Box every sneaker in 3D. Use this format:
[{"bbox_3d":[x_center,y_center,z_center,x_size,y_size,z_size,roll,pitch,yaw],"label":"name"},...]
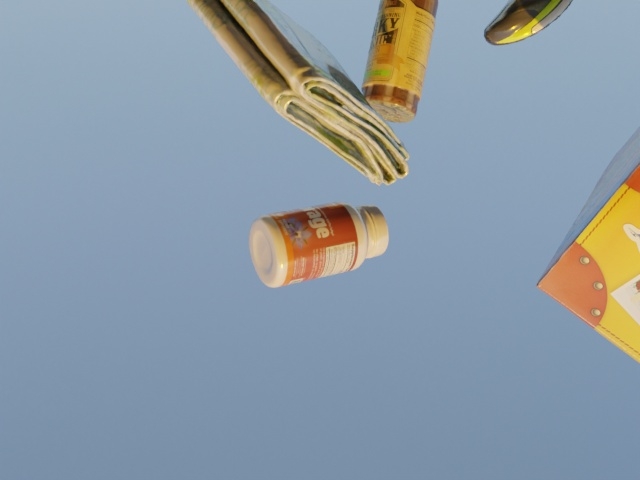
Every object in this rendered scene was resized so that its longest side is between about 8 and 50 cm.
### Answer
[{"bbox_3d":[0.306,-0.400,1.130,0.121,0.300,0.111,32,-172,-16],"label":"sneaker"}]

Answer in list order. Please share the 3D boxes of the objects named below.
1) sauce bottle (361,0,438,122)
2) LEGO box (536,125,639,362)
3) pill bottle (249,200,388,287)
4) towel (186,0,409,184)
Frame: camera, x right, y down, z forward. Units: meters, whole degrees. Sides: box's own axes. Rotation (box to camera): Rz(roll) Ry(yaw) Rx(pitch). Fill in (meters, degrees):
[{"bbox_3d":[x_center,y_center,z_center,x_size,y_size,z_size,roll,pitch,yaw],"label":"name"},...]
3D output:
[{"bbox_3d":[0.153,-0.391,1.522,0.111,0.111,0.345,10,-100,8],"label":"sauce bottle"},{"bbox_3d":[0.503,0.053,0.776,0.500,0.193,0.372,38,-143,10],"label":"LEGO box"},{"bbox_3d":[0.000,0.000,1.397,0.216,0.121,0.121,-12,-130,-28],"label":"pill bottle"},{"bbox_3d":[-0.037,-0.260,1.245,0.090,0.320,0.374,-44,-125,11],"label":"towel"}]
